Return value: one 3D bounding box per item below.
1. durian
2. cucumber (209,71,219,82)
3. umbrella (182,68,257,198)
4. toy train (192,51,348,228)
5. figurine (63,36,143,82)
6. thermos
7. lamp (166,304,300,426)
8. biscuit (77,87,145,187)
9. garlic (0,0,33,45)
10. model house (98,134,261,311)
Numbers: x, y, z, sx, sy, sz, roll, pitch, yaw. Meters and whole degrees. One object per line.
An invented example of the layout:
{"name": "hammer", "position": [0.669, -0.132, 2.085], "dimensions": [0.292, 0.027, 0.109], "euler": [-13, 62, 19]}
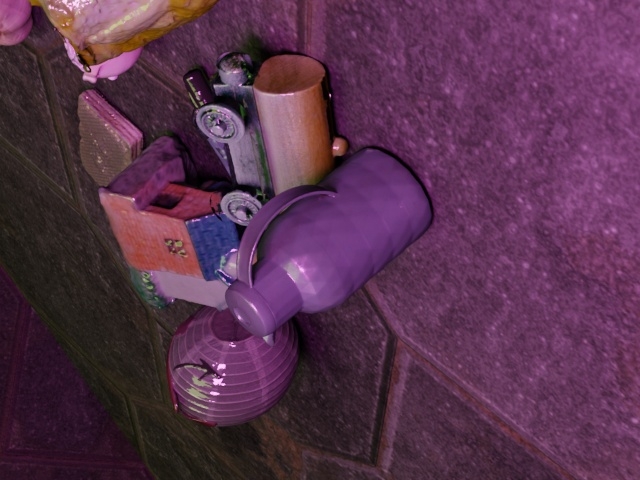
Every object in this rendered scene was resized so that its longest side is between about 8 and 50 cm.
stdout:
{"name": "durian", "position": [-0.246, -0.333, 1.329], "dimensions": [0.255, 0.340, 0.204], "euler": [-94, -14, -62]}
{"name": "cucumber", "position": [-0.115, -0.217, 1.519], "dimensions": [0.168, 0.039, 0.039], "euler": [25, 144, 44]}
{"name": "umbrella", "position": [-0.141, -0.152, 1.624], "dimensions": [0.053, 0.052, 0.250], "euler": [10, 134, 54]}
{"name": "toy train", "position": [-0.062, -0.120, 1.440], "dimensions": [0.190, 0.126, 0.307], "euler": [14, 139, 22]}
{"name": "figurine", "position": [-0.331, -0.332, 1.582], "dimensions": [0.141, 0.162, 0.236], "euler": [13, 148, -9]}
{"name": "thermos", "position": [0.000, 0.000, 1.344], "dimensions": [0.145, 0.286, 0.182], "euler": [25, 143, 40]}
{"name": "lamp", "position": [-0.158, 0.219, 1.886], "dimensions": [0.233, 0.265, 0.233], "euler": [11, 132, 13]}
{"name": "biscuit", "position": [-0.405, -0.169, 2.013], "dimensions": [0.150, 0.052, 0.252], "euler": [44, 153, 12]}
{"name": "garlic", "position": [-0.624, -0.464, 1.903], "dimensions": [0.199, 0.199, 0.225], "euler": [129, 133, -63]}
{"name": "model house", "position": [-0.160, -0.005, 1.752], "dimensions": [0.325, 0.194, 0.267], "euler": [14, 135, 30]}
